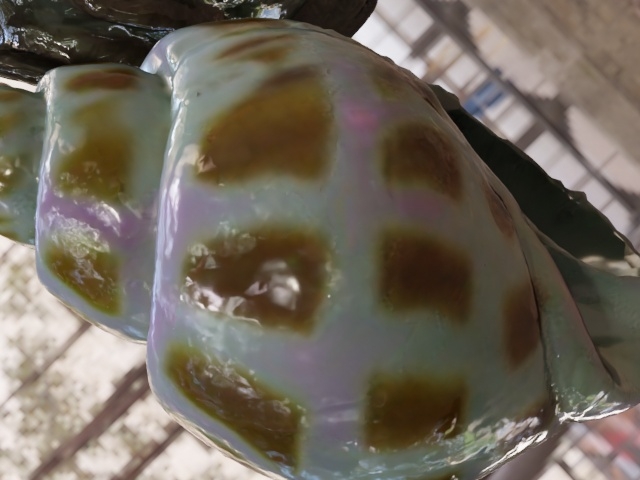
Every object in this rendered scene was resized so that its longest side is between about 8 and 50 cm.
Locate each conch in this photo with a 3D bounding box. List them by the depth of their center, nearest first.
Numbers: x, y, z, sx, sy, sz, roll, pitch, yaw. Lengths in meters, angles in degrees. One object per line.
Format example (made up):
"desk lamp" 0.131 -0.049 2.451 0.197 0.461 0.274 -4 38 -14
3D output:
"conch" 0.001 0.000 0.791 0.368 0.197 0.249 41 -153 -20

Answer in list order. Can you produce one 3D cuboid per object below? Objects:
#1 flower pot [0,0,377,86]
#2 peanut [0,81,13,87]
"flower pot" -0.118 -0.206 1.033 0.302 0.302 0.213 48 -177 28
"peanut" -0.238 -0.059 1.193 0.082 0.082 0.187 44 -166 -21
